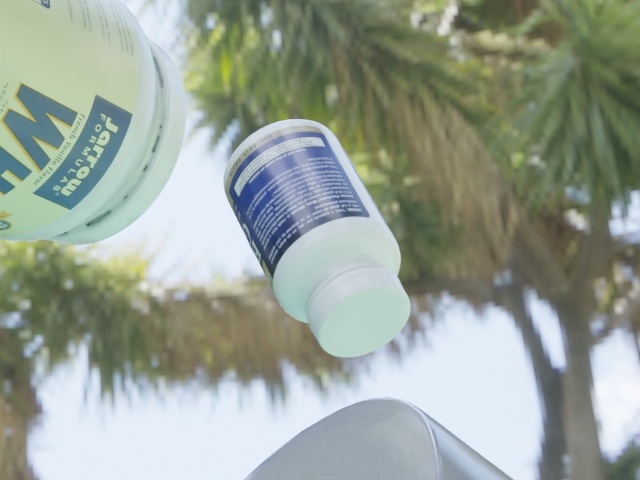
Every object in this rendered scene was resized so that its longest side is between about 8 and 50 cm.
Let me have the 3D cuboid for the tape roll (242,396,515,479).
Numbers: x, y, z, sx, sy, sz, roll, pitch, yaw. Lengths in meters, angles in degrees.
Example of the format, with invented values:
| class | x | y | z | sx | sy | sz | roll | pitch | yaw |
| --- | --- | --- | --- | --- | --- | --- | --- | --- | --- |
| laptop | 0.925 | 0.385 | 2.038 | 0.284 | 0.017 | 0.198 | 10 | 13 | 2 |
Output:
| class | x | y | z | sx | sy | sz | roll | pitch | yaw |
| --- | --- | --- | --- | --- | --- | --- | --- | --- | --- |
| tape roll | -0.010 | 0.157 | 0.585 | 0.072 | 0.219 | 0.219 | 37 | -43 | -14 |

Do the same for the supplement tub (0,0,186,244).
| class | x | y | z | sx | sy | sz | roll | pitch | yaw |
| --- | --- | --- | --- | --- | --- | --- | --- | --- | --- |
| supplement tub | -0.282 | -0.133 | 1.564 | 0.235 | 0.235 | 0.325 | -22 | -26 | 26 |

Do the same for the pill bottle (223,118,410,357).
| class | x | y | z | sx | sy | sz | roll | pitch | yaw |
| --- | --- | --- | --- | --- | --- | --- | --- | --- | --- |
| pill bottle | 0.000 | 0.000 | 1.377 | 0.094 | 0.169 | 0.094 | -16 | -42 | -15 |
